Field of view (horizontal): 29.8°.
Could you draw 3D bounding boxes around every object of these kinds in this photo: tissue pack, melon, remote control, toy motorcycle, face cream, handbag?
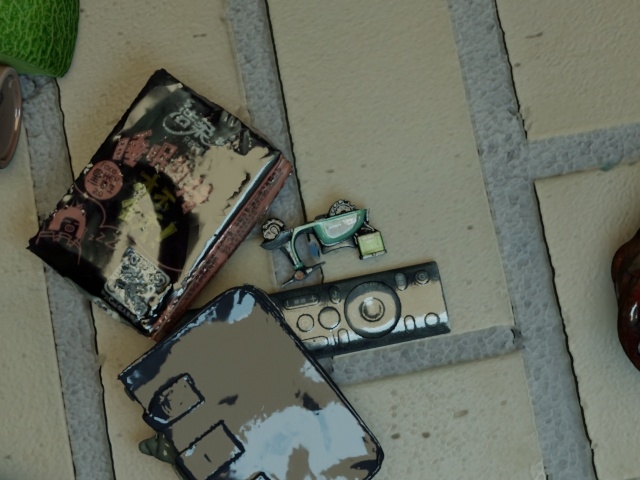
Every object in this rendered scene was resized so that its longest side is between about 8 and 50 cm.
[{"bbox_3d":[-0.221,-0.048,1.697,0.245,0.123,0.332,36,88,10],"label":"tissue pack"},{"bbox_3d":[-0.501,-0.421,1.719,0.331,0.226,0.343,8,81,-37],"label":"melon"},{"bbox_3d":[-0.008,0.116,1.711,0.378,0.044,0.107,-11,86,0],"label":"remote control"},{"bbox_3d":[0.000,0.000,1.720,0.173,0.058,0.100,-16,88,-3],"label":"toy motorcycle"},{"bbox_3d":[-0.494,-0.179,1.706,0.104,0.149,0.149,6,83,1],"label":"face cream"},{"bbox_3d":[-0.104,0.254,1.630,0.269,0.118,0.325,-37,86,-7],"label":"handbag"}]

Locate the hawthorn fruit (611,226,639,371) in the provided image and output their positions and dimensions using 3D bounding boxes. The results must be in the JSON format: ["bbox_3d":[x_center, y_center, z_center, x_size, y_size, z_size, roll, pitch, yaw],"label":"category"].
[{"bbox_3d":[0.546,0.076,1.596,0.308,0.325,0.308,-22,44,23],"label":"hawthorn fruit"}]
